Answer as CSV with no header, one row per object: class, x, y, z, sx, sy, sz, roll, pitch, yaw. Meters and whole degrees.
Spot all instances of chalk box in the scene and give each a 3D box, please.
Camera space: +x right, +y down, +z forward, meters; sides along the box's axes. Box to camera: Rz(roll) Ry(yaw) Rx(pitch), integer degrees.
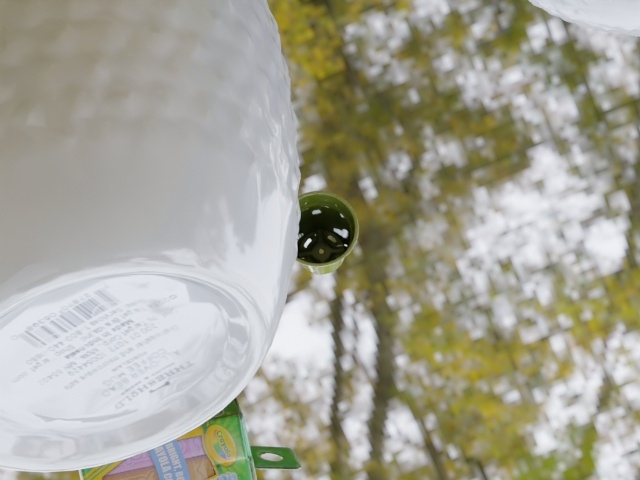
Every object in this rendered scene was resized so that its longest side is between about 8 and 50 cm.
chalk box,-0.129,0.223,1.883,0.213,0.132,0.132,-12,-168,-8

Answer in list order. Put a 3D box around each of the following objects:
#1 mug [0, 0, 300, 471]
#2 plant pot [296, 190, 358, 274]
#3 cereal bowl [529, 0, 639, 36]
mug,-0.194,-0.045,0.974,0.374,0.276,0.328,-22,-125,1
plant pot,0.000,0.000,2.005,0.083,0.083,0.079,-27,162,-6
cereal bowl,0.208,-0.313,1.335,0.339,0.339,0.141,2,-179,44
